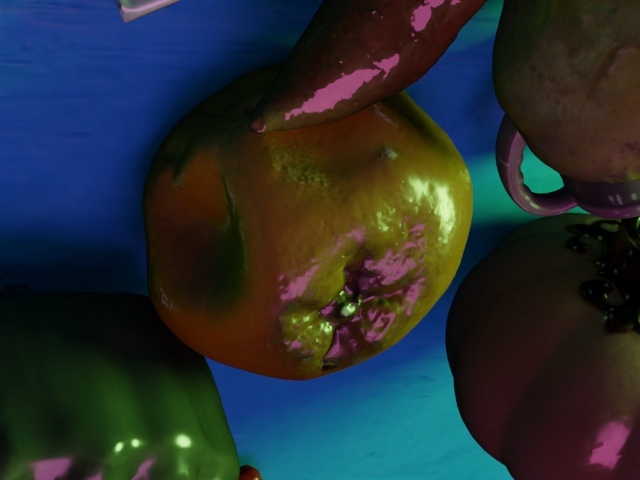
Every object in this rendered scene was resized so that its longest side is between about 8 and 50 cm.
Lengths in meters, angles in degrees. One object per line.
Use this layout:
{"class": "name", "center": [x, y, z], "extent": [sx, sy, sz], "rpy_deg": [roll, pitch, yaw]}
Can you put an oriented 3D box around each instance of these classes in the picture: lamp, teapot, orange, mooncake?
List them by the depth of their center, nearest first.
{"class": "orange", "center": [0.000, 0.000, 1.170], "extent": [0.249, 0.183, 0.249], "rpy_deg": [-14, 142, -11]}
{"class": "mooncake", "center": [-0.235, 0.191, 1.222], "extent": [0.356, 0.194, 0.356], "rpy_deg": [-20, 155, -9]}
{"class": "teapot", "center": [0.208, -0.094, 1.251], "extent": [0.148, 0.116, 0.146], "rpy_deg": [-12, 136, 26]}
{"class": "lamp", "center": [0.257, 0.088, 1.335], "extent": [0.305, 0.305, 0.240], "rpy_deg": [-1, 130, -29]}

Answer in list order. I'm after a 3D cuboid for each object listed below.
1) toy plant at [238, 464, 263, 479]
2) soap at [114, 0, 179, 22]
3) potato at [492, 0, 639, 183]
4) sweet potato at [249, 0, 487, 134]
{"class": "toy plant", "center": [-0.113, 0.280, 1.541], "extent": [0.154, 0.088, 0.240], "rpy_deg": [-10, 132, -39]}
{"class": "soap", "center": [-0.066, -0.201, 0.952], "extent": [0.149, 0.100, 0.056], "rpy_deg": [-23, 146, -3]}
{"class": "potato", "center": [0.236, -0.155, 1.090], "extent": [0.266, 0.229, 0.229], "rpy_deg": [-41, 141, 25]}
{"class": "sweet potato", "center": [0.089, -0.195, 1.056], "extent": [0.354, 0.095, 0.106], "rpy_deg": [-44, 176, 8]}
